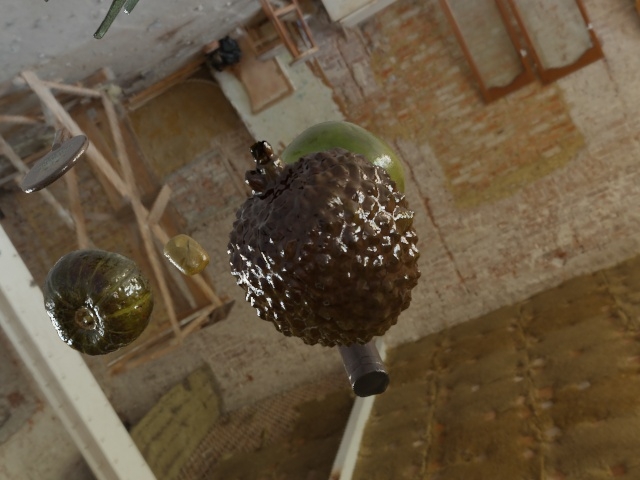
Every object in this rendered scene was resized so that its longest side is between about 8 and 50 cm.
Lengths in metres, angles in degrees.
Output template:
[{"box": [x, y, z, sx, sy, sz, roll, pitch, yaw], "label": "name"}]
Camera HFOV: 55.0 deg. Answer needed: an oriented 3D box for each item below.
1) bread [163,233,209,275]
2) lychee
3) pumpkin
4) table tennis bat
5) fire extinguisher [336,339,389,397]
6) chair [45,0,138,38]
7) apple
[{"box": [-0.327, 0.029, 1.502, 0.082, 0.115, 0.056, -33, 153, -31], "label": "bread"}, {"box": [0.000, 0.000, 0.631, 0.200, 0.238, 0.200, -32, -166, 9], "label": "lychee"}, {"box": [-0.428, 0.111, 1.209, 0.219, 0.218, 0.162, -25, -168, 24], "label": "pumpkin"}, {"box": [-0.337, -0.083, 0.871, 0.108, 0.119, 0.170, -33, -146, 3], "label": "table tennis bat"}, {"box": [0.068, 0.194, 1.206, 0.072, 0.089, 0.267, -44, -149, 14], "label": "fire extinguisher"}, {"box": [-0.443, -0.573, 1.286, 0.275, 0.203, 0.190, -31, -143, 40], "label": "chair"}, {"box": [0.062, -0.139, 1.371, 0.233, 0.295, 0.258, -41, 166, -2], "label": "apple"}]
